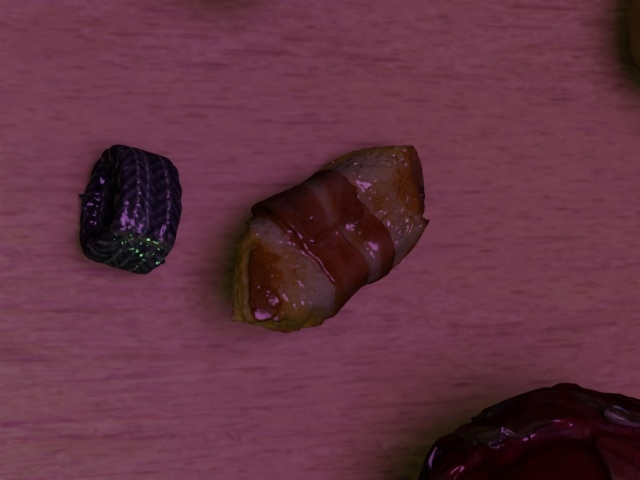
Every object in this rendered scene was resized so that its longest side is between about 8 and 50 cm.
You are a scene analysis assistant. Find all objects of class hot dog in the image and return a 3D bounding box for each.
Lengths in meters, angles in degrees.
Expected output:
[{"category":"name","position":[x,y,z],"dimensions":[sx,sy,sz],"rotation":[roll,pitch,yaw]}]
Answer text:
[{"category":"hot dog","position":[-0.001,0.004,1.357],"dimensions":[0.261,0.093,0.123],"rotation":[-31,90,-36]}]

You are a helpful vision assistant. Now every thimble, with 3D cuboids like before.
[{"category":"thimble","position":[-0.165,-0.026,1.292],"dimensions":[0.066,0.095,0.104],"rotation":[16,45,-30]}]

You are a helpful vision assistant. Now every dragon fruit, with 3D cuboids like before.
[{"category":"dragon fruit","position":[0.225,0.277,1.320],"dimensions":[0.329,0.329,0.329],"rotation":[1,86,-22]}]

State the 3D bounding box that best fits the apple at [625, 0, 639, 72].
[{"category":"apple","position":[0.405,-0.217,1.483],"dimensions":[0.200,0.200,0.200],"rotation":[1,86,-22]}]
